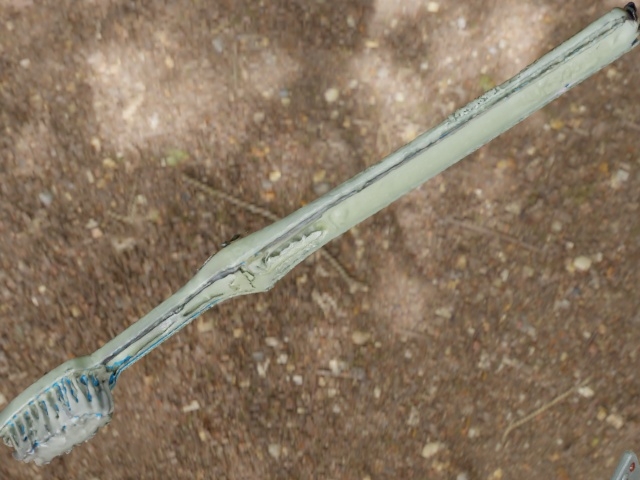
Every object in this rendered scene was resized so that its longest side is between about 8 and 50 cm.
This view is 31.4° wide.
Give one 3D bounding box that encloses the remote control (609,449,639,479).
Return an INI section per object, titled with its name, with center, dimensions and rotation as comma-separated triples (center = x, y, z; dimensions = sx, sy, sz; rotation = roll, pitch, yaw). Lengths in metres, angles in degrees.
[remote control]
center = 0.242, 0.273, 1.040
dimensions = 0.027, 0.050, 0.184
rotation = 17, 58, 37

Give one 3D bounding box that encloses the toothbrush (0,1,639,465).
[toothbrush]
center = -0.002, -0.004, 0.433
dimensions = 0.294, 0.026, 0.028
rotation = -36, 49, 1
